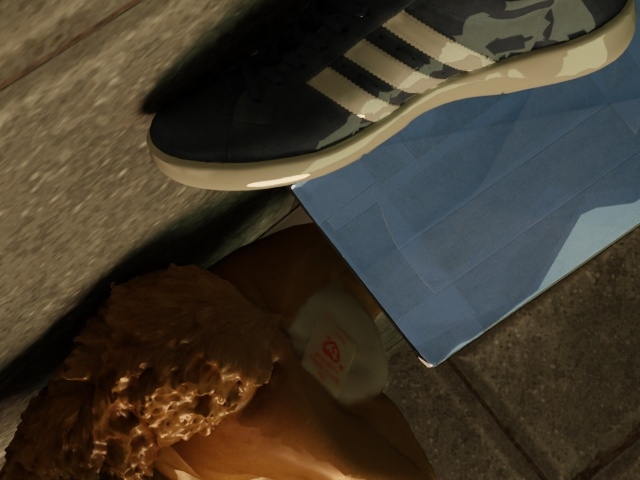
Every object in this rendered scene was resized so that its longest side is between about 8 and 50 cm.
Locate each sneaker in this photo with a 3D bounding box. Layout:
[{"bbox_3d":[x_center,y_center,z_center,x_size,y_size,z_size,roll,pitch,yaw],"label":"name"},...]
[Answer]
[{"bbox_3d":[0.035,-0.154,1.208,0.350,0.131,0.148,-22,127,-3],"label":"sneaker"}]

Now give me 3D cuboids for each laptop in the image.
[{"bbox_3d":[0.158,-0.095,1.465,0.382,0.236,0.408,-36,171,5],"label":"laptop"}]

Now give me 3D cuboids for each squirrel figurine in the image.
[{"bbox_3d":[-0.142,0.162,1.724,0.370,0.281,0.397,-27,157,38],"label":"squirrel figurine"}]

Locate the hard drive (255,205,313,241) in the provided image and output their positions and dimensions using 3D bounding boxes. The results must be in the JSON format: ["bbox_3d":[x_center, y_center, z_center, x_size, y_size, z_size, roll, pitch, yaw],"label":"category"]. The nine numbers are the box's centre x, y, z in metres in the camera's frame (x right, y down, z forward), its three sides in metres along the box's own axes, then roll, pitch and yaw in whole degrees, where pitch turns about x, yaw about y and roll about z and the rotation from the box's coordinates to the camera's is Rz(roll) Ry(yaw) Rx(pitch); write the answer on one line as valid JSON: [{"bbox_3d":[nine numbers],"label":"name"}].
[{"bbox_3d":[0.000,0.000,2.010,0.203,0.040,0.307,-39,172,1],"label":"hard drive"}]

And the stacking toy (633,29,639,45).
[{"bbox_3d":[0.179,-0.146,1.710,0.279,0.130,0.309,-38,171,-5],"label":"stacking toy"}]
